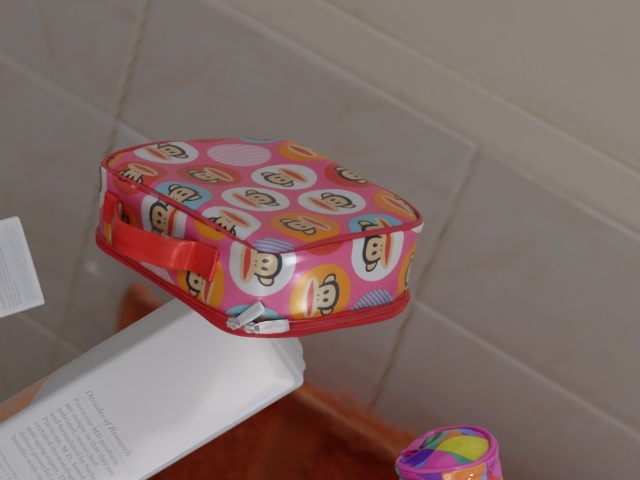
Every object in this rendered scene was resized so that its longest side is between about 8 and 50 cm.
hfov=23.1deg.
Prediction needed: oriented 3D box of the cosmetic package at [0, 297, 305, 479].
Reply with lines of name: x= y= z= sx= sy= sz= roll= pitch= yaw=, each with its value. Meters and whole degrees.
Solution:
cosmetic package: x=-0.251 y=0.215 z=2.041 sx=0.453 sy=0.161 sz=0.230 roll=-31 pitch=-173 yaw=3

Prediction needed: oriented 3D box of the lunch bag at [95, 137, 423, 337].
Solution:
lunch bag: x=-0.076 y=-0.010 z=1.487 sx=0.258 sy=0.293 sz=0.120 roll=-9 pitch=116 yaw=-39

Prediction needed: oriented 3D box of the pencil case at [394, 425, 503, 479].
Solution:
pencil case: x=0.125 y=0.287 z=1.417 sx=0.104 sy=0.104 sz=0.236 roll=-34 pitch=122 yaw=-55

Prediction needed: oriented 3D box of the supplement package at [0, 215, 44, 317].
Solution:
supplement package: x=-0.412 y=0.050 z=1.700 sx=0.179 sy=0.105 sz=0.105 roll=-19 pitch=-176 yaw=-37
